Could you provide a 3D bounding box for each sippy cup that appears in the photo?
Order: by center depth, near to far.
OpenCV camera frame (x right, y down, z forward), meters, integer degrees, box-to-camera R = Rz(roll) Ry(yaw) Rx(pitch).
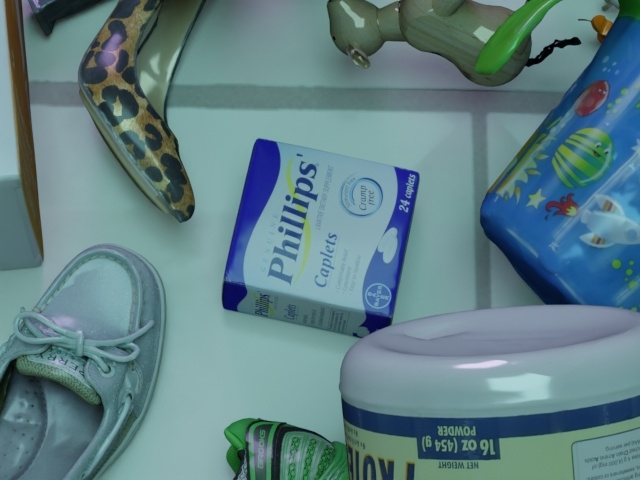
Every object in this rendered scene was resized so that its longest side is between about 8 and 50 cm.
[{"bbox_3d":[0.251,-0.038,1.500,0.224,0.240,0.305,-43,70,-3],"label":"sippy cup"}]

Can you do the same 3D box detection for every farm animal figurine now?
[{"bbox_3d":[0.012,-0.256,1.561,0.327,0.172,0.330,-5,59,-38],"label":"farm animal figurine"}]

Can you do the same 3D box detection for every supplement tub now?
[{"bbox_3d":[0.141,0.221,1.355,0.235,0.235,0.325,-6,96,-5],"label":"supplement tub"}]

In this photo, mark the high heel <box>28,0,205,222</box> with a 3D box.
[{"bbox_3d":[-0.109,-0.152,1.572,0.186,0.093,0.261,-29,67,-5],"label":"high heel"}]

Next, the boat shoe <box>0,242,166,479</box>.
[{"bbox_3d":[-0.211,0.142,1.472,0.118,0.103,0.320,27,73,6],"label":"boat shoe"}]

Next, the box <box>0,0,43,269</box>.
[{"bbox_3d":[-0.318,-0.164,1.507,0.168,0.215,0.345,-6,73,-5],"label":"box"}]

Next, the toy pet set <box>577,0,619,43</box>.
[{"bbox_3d":[0.230,-0.232,1.647,0.114,0.065,0.122,31,73,-29],"label":"toy pet set"}]

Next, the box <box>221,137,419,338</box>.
[{"bbox_3d":[0.000,0.000,1.544,0.137,0.072,0.126,11,72,2],"label":"box"}]

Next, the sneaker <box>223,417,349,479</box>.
[{"bbox_3d":[-0.083,0.288,1.433,0.146,0.134,0.343,25,64,12],"label":"sneaker"}]
